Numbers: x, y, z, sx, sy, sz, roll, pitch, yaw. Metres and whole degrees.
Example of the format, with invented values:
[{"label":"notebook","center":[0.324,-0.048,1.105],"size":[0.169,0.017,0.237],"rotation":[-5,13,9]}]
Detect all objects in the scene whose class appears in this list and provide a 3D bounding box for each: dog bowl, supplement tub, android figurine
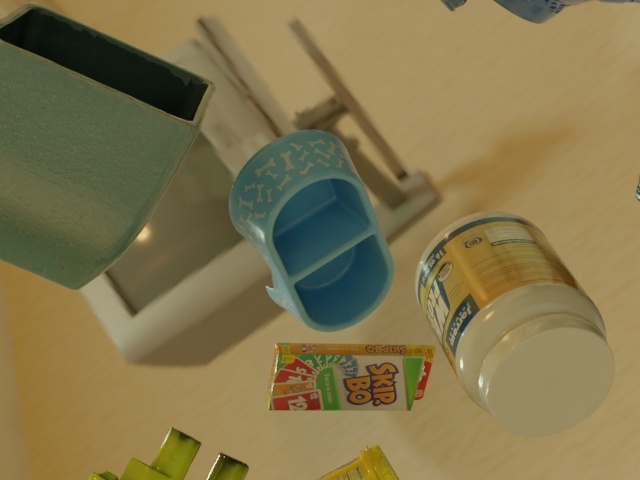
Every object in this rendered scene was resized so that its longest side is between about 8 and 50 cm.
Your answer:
[{"label":"dog bowl","center":[0.000,0.000,1.607],"size":[0.074,0.166,0.297],"rotation":[50,169,42]},{"label":"supplement tub","center":[0.182,0.077,1.246],"size":[0.144,0.144,0.200],"rotation":[42,-167,-31]},{"label":"android figurine","center":[-0.190,0.357,1.508],"size":[0.248,0.273,0.056],"rotation":[33,171,-40]}]

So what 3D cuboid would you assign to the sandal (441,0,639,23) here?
[{"label":"sandal","center":[0.219,-0.271,1.266],"size":[0.317,0.126,0.138],"rotation":[23,135,34]}]

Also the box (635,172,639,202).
[{"label":"box","center":[0.519,-0.050,1.530],"size":[0.322,0.079,0.257],"rotation":[46,156,31]}]

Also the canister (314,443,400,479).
[{"label":"canister","center":[0.019,0.323,1.507],"size":[0.126,0.170,0.073],"rotation":[61,-178,-36]}]

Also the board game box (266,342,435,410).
[{"label":"board game box","center":[0.050,0.217,2.080],"size":[0.259,0.124,0.039],"rotation":[0,-142,-14]}]

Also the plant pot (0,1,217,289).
[{"label":"plant pot","center":[-0.286,-0.094,1.503],"size":[0.247,0.252,0.248],"rotation":[23,-163,-7]}]
